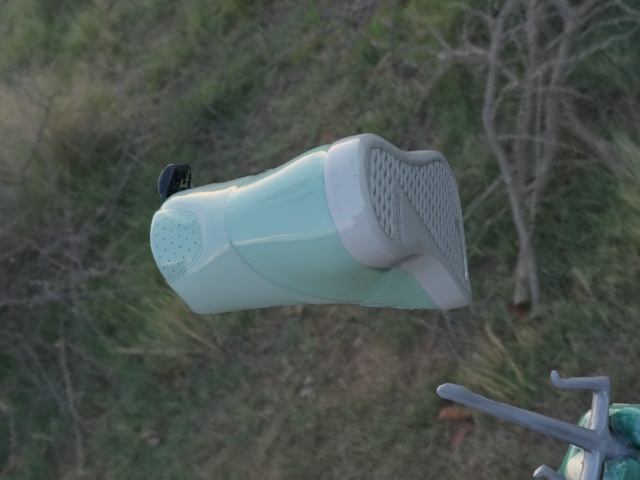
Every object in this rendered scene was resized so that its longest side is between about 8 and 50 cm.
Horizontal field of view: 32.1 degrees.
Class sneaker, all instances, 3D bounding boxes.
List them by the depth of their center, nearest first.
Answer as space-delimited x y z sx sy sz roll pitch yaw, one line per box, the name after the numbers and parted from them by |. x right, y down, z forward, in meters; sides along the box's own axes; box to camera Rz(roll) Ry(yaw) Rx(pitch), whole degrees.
0.000 -0.001 0.666 0.151 0.256 0.094 -12 76 20 | sneaker

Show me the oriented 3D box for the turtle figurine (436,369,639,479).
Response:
0.071 0.130 0.301 0.118 0.234 0.175 116 175 -52 | turtle figurine
